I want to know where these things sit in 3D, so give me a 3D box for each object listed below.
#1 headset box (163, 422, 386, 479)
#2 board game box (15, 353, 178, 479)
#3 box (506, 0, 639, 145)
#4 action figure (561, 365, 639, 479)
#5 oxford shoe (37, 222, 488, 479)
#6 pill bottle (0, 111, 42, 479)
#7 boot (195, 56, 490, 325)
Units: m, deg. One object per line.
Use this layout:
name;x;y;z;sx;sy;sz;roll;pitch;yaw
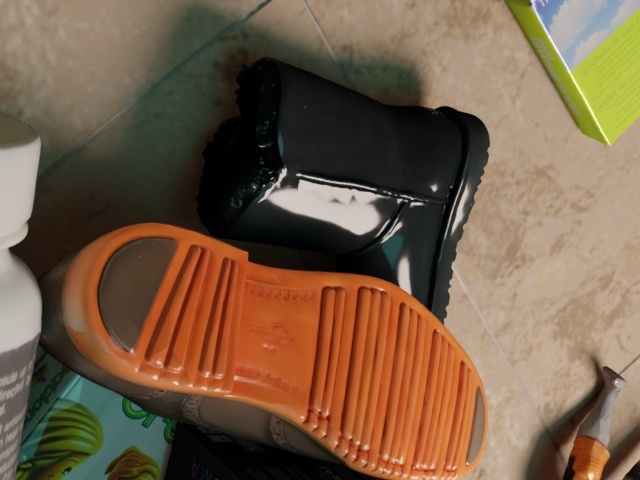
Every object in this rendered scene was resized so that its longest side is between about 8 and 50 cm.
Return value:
headset box;-0.023;0.301;0.978;0.131;0.246;0.283;6;105;-36
board game box;-0.127;0.213;1.066;0.305;0.053;0.193;40;86;-37
box;0.221;-0.175;1.121;0.109;0.042;0.178;-44;126;-9
action figure;0.289;0.331;1.287;0.341;0.178;0.330;34;99;0
oxford shoe;-0.034;0.082;0.973;0.364;0.133;0.130;26;65;-32
pill bottle;-0.276;0.099;0.829;0.204;0.204;0.361;4;105;-33
boot;0.000;0.000;1.029;0.207;0.094;0.246;8;106;-33
